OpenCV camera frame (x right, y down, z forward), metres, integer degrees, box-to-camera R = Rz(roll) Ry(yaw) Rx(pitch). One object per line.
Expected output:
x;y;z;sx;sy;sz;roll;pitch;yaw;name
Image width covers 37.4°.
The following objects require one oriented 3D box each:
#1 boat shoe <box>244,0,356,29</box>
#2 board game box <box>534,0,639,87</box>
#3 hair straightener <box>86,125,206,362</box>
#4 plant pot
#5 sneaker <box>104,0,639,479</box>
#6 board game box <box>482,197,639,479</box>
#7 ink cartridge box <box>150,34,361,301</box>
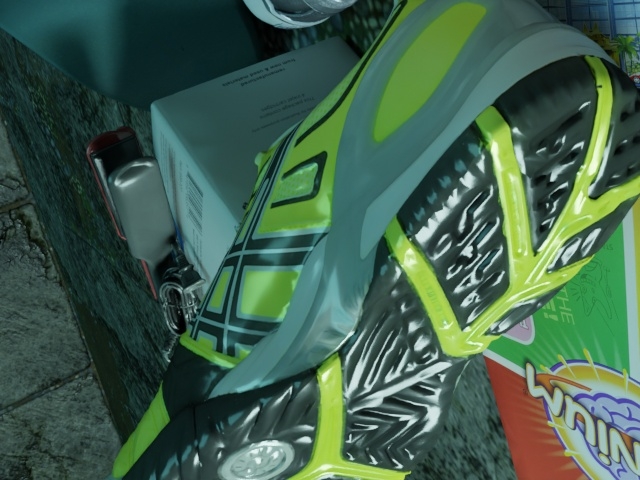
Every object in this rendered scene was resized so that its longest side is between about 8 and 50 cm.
-0.051;-0.291;0.634;0.102;0.108;0.301;6;120;64;boat shoe
0.150;-0.162;0.387;0.194;0.060;0.194;20;130;59;board game box
-0.125;0.026;0.737;0.089;0.047;0.230;47;152;40;hair straightener
-0.153;-0.219;0.768;0.234;0.165;0.166;45;-160;-58;plant pot
0.006;0.032;0.514;0.385;0.145;0.147;-49;43;24;sneaker
0.191;0.090;0.531;0.242;0.064;0.317;11;122;62;board game box
0.000;0.000;0.719;0.233;0.168;0.171;54;155;26;ink cartridge box
